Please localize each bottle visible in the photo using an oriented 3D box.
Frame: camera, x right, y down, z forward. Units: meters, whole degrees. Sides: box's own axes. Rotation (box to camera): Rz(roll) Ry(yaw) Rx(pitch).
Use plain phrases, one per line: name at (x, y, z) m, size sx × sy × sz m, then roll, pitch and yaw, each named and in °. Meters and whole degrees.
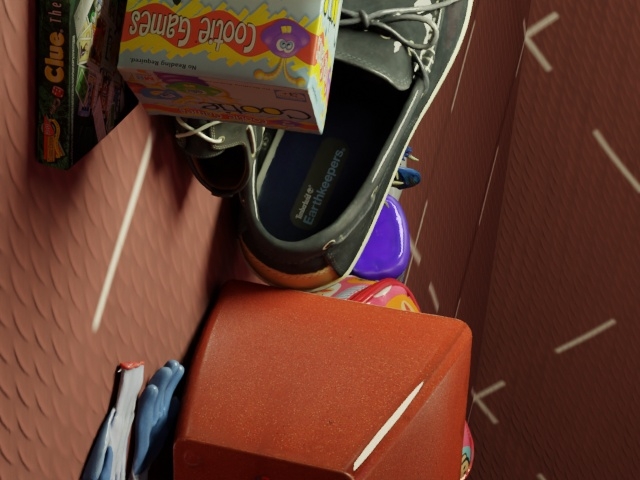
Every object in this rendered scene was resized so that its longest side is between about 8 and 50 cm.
bottle at (0.063, 0.020, 2.113) m, size 0.283 × 0.092 × 0.118 m, roll 88°, pitch -6°, yaw -77°

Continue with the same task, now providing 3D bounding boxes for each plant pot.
plant pot at (-0.015, 0.226, 1.604) m, size 0.235 × 0.267 × 0.267 m, roll -53°, pitch 149°, yaw -59°

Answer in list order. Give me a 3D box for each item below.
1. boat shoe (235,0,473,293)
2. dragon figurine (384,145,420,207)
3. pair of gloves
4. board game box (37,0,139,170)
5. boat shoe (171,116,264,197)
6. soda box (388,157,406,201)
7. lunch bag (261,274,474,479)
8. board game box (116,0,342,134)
boat shoe at (0.037, -0.190, 1.666) m, size 0.156 × 0.187 × 0.500 m, roll 61°, pitch 48°, yaw -80°
dragon figurine at (0.057, -0.074, 1.885) m, size 0.085 × 0.144 × 0.289 m, roll -42°, pitch 160°, yaw -5°
pair of gloves at (-0.169, 0.185, 1.482) m, size 0.198 × 0.023 × 0.159 m, roll 22°, pitch 80°, yaw -78°
board game box at (-0.160, -0.193, 1.152) m, size 0.136 × 0.030 × 0.259 m, roll -51°, pitch 151°, yaw -59°
boat shoe at (-0.091, -0.110, 1.400) m, size 0.233 × 0.084 × 0.079 m, roll 78°, pitch 27°, yaw -68°
soda box at (0.069, -0.137, 2.084) m, size 0.216 × 0.074 × 0.069 m, roll 89°, pitch 18°, yaw -45°
lunch bag at (0.032, 0.210, 1.888) m, size 0.258 × 0.120 × 0.293 m, roll -36°, pitch 114°, yaw -32°
board game box at (-0.052, -0.234, 1.219) m, size 0.142 × 0.144 × 0.275 m, roll 68°, pitch 29°, yaw -81°
